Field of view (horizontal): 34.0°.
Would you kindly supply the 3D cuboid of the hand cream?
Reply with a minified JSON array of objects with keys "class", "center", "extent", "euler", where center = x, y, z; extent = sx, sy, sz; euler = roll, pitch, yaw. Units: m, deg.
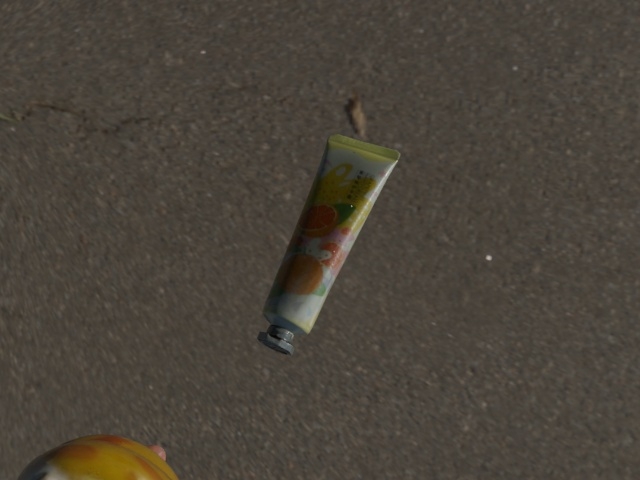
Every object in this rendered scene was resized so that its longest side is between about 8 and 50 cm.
[{"class":"hand cream","center":[0.000,0.000,0.452],"extent":[0.102,0.035,0.022],"euler":[-66,157,-15]}]

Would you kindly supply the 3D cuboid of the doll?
[{"class":"doll","center":[-0.168,0.226,0.784],"extent":[0.162,0.269,0.167],"euler":[29,81,-14]}]
